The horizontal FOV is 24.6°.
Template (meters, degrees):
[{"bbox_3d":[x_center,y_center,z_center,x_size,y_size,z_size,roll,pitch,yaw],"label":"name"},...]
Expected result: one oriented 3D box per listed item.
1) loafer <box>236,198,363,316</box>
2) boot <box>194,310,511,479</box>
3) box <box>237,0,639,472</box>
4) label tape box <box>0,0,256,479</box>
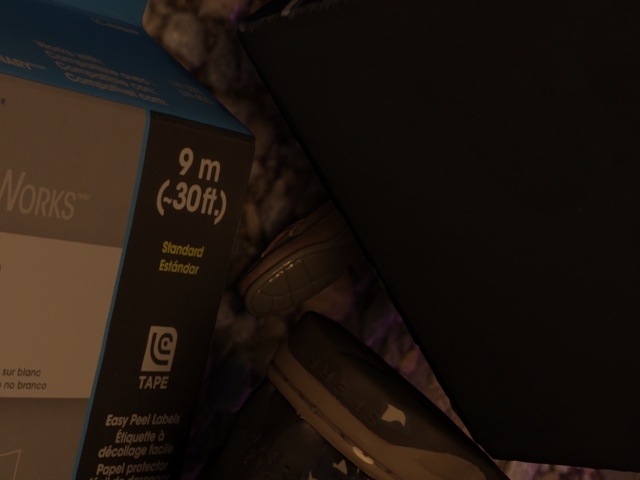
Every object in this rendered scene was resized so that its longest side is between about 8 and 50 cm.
[{"bbox_3d":[0.000,0.000,0.875,0.125,0.039,0.045,-32,144,-16],"label":"loafer"},{"bbox_3d":[-0.015,0.214,0.789,0.284,0.138,0.377,-47,153,-4],"label":"boot"},{"bbox_3d":[0.310,-0.136,0.693,0.472,0.480,0.297,-46,114,-32],"label":"box"},{"bbox_3d":[-0.154,-0.018,0.698,0.249,0.115,0.347,10,96,-55],"label":"label tape box"}]
